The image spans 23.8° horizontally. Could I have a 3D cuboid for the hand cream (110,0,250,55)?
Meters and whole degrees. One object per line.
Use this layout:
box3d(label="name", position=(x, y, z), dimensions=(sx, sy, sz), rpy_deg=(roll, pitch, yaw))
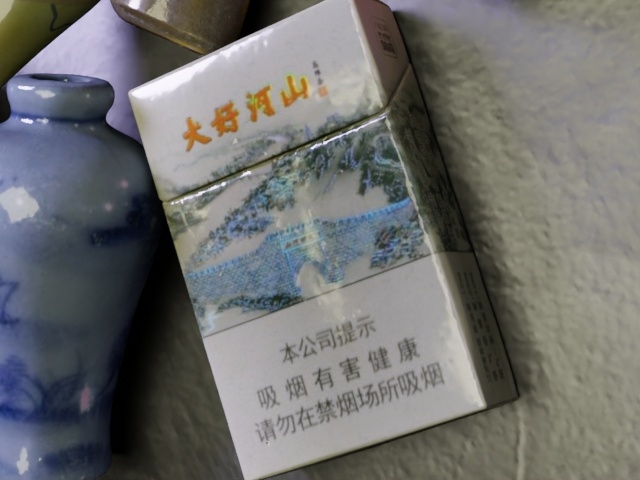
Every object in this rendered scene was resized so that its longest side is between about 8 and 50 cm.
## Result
box3d(label="hand cream", position=(-0.056, -0.218, 0.945), dimensions=(0.084, 0.084, 0.203), rpy_deg=(26, 95, 23))

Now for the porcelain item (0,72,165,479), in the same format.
box3d(label="porcelain item", position=(-0.172, 0.024, 0.968), dimensions=(0.141, 0.141, 0.259), rpy_deg=(12, 103, 25))

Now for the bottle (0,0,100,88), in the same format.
box3d(label="bottle", position=(-0.176, -0.170, 0.968), dimensions=(0.083, 0.083, 0.269), rpy_deg=(33, 89, 22))

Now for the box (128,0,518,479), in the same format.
box3d(label="box", position=(0.000, 0.000, 0.919), dimensions=(0.164, 0.069, 0.256), rpy_deg=(-21, 81, 24))
